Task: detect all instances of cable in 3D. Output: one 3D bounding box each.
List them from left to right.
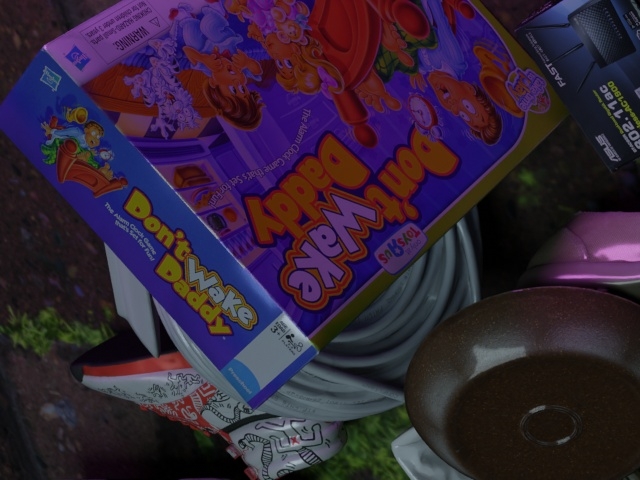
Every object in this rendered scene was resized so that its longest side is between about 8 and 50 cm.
[{"bbox_3d":[0.000,0.000,1.218,0.089,0.257,0.257,-15,70,60],"label":"cable"}]

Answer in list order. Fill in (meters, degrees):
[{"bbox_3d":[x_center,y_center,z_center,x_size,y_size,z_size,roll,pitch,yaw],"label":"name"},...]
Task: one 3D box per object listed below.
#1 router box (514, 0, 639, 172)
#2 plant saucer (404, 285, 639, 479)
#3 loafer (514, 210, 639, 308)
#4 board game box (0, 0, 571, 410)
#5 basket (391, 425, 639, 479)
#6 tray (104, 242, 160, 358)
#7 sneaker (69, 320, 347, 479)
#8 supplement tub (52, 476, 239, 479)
[{"bbox_3d":[0.201,-0.117,1.136,0.092,0.038,0.122,-30,97,45],"label":"router box"},{"bbox_3d":[0.155,0.114,1.157,0.198,0.036,0.199,2,132,2],"label":"plant saucer"},{"bbox_3d":[0.264,0.016,1.137,0.268,0.092,0.102,2,146,19],"label":"loafer"},{"bbox_3d":[-0.007,-0.082,1.099,0.233,0.347,0.078,48,134,1],"label":"board game box"},{"bbox_3d":[0.157,0.175,1.309,0.167,0.103,0.113,50,134,-1],"label":"basket"},{"bbox_3d":[-0.148,-0.036,1.315,0.030,0.270,0.145,-9,119,-2],"label":"tray"},{"bbox_3d":[-0.098,0.146,1.490,0.270,0.090,0.145,-10,108,38],"label":"sneaker"},{"bbox_3d":[-0.151,0.314,1.565,0.316,0.193,0.194,-8,112,39],"label":"supplement tub"}]
